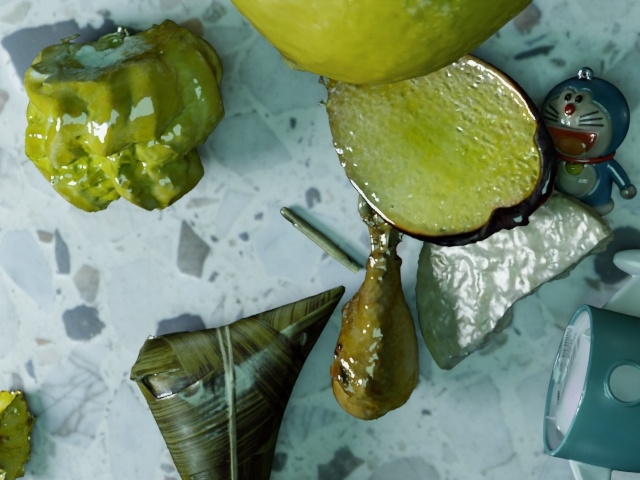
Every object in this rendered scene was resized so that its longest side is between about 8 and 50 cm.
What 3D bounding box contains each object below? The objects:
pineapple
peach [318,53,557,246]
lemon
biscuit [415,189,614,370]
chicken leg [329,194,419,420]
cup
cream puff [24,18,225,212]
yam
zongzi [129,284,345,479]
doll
[{"bbox_3d":[-0.381,0.218,1.943,0.114,0.077,0.114,6,101,23],"label":"pineapple"},{"bbox_3d":[0.115,-0.100,1.760,0.279,0.068,0.189,40,95,23],"label":"peach"},{"bbox_3d":[0.052,-0.301,1.592,0.364,0.364,0.364,2,104,10],"label":"lemon"},{"bbox_3d":[0.175,0.017,1.785,0.250,0.032,0.133,-43,76,31],"label":"biscuit"},{"bbox_3d":[0.062,0.060,1.808,0.087,0.107,0.251,5,95,13],"label":"chicken leg"},{"bbox_3d":[0.327,0.159,1.752,0.173,0.167,0.299,14,81,-2],"label":"cup"},{"bbox_3d":[-0.196,-0.113,1.776,0.221,0.195,0.194,-10,102,17],"label":"cream puff"},{"bbox_3d":[0.000,0.000,1.846,0.107,0.014,0.014,38,107,-1],"label":"yam"},{"bbox_3d":[-0.050,0.192,1.859,0.241,0.111,0.247,-18,105,8],"label":"zongzi"},{"bbox_3d":[0.262,-0.100,1.739,0.114,0.085,0.152,12,117,27],"label":"doll"}]
